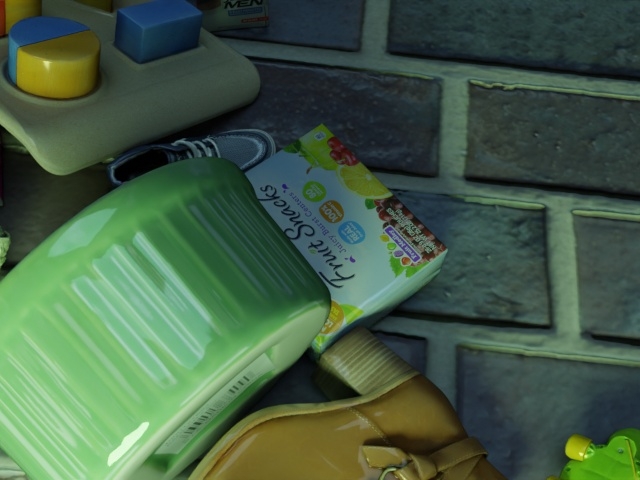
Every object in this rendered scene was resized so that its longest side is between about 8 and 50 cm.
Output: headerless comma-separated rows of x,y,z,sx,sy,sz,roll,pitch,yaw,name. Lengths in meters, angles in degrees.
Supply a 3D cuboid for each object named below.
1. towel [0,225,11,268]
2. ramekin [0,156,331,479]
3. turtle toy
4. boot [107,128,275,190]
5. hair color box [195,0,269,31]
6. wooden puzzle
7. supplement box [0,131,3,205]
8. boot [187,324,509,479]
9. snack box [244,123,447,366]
-0.396,0.017,0.787,0.148,0.027,0.110,19,102,5,towel
-0.132,0.090,0.641,0.303,0.303,0.148,-40,77,-21,ramekin
0.268,0.224,0.704,0.095,0.066,0.130,21,57,36,turtle toy
-0.137,-0.083,0.842,0.189,0.086,0.069,-21,84,-10,boot
-0.113,-0.336,0.943,0.093,0.167,0.054,-8,61,-6,hair color box
-0.281,-0.250,0.878,0.348,0.081,0.322,41,44,17,wooden puzzle
-0.471,-0.091,0.828,0.219,0.114,0.111,-10,61,-6,supplement box
0.020,0.235,0.682,0.283,0.109,0.220,-36,72,-27,boot
0.000,0.000,0.818,0.174,0.070,0.207,-34,66,-19,snack box
